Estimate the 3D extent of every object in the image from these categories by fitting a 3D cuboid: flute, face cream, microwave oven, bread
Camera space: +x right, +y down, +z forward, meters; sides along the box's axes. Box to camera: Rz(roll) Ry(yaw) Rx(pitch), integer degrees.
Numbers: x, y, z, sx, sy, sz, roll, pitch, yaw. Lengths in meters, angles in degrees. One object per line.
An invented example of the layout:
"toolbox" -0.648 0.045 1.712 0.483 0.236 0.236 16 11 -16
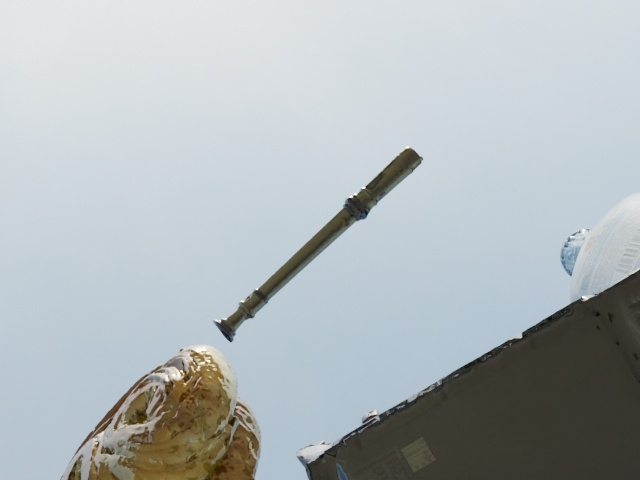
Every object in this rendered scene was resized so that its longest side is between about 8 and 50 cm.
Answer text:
"flute" 0.000 0.000 1.135 0.233 0.027 0.027 -43 -111 -8
"face cream" 0.319 0.024 1.353 0.080 0.337 0.163 29 -91 -5
"microwave oven" 0.148 0.128 0.737 0.247 0.188 0.178 -32 -99 17
"bread" -0.151 0.206 1.189 0.120 0.236 0.198 40 -164 -17
